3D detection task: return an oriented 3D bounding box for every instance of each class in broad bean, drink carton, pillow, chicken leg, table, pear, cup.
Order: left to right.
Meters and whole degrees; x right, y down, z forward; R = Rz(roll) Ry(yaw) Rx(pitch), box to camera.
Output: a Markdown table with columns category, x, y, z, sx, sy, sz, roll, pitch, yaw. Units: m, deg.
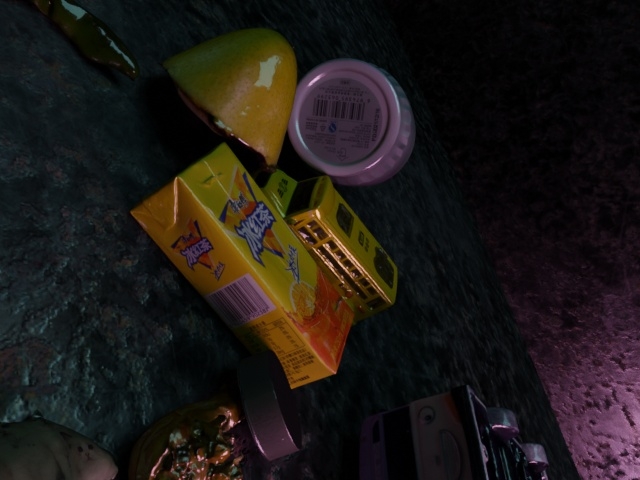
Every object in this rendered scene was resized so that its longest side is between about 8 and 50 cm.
| category | x | y | z | sx | sy | sz | roll | pitch | yaw |
| --- | --- | --- | --- | --- | --- | --- | --- | --- | --- |
| pillow | -0.251 | 0.180 | 0.369 | 0.093 | 0.051 | 0.241 | 52 | 7 | 15 |
| broad bean | -0.341 | -0.301 | 0.674 | 0.195 | 0.046 | 0.061 | 31 | 53 | -38 |
| chicken leg | -0.125 | 0.216 | 0.545 | 0.207 | 0.101 | 0.085 | -28 | 103 | -71 |
| pear | -0.118 | -0.262 | 0.790 | 0.267 | 0.178 | 0.267 | 38 | 14 | -11 |
| drink carton | -0.099 | 0.041 | 0.723 | 0.351 | 0.111 | 0.154 | 53 | 29 | -15 |
| table | -0.065 | 0.214 | 0.636 | 0.133 | 0.043 | 0.133 | -20 | 90 | -90 |
| cup | 0.067 | -0.234 | 1.008 | 0.253 | 0.253 | 0.371 | 62 | 14 | -2 |

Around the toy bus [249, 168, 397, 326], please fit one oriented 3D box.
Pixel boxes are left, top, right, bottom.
| category | x | y | z | sx | sy | sz | roll | pitch | yaw |
| --- | --- | --- | --- | --- | --- | --- | --- | --- | --- |
| toy bus | 0.000 | 0.000 | 0.876 | 0.330 | 0.152 | 0.144 | 49 | 32 | -24 |

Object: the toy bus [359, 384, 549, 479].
| category | x | y | z | sx | sy | sz | roll | pitch | yaw |
| --- | --- | --- | --- | --- | --- | --- | --- | --- | --- |
| toy bus | 0.245 | 0.432 | 0.814 | 0.440 | 0.249 | 0.209 | 46 | 32 | -39 |
